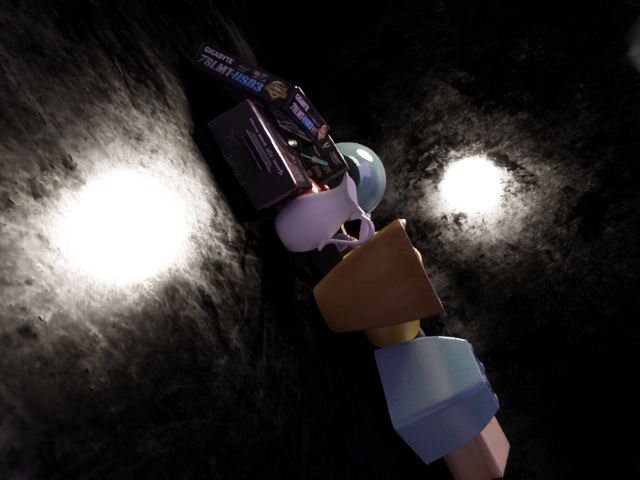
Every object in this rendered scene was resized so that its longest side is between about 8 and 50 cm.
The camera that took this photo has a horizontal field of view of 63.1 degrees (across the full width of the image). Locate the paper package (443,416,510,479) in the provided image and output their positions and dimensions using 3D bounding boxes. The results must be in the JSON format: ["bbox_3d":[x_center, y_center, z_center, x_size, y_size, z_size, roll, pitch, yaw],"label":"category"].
[{"bbox_3d":[0.502,0.642,1.814,0.324,0.168,0.309,64,20,13],"label":"paper package"}]

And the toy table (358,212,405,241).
[{"bbox_3d":[0.223,0.031,1.913,0.274,0.161,0.252,87,13,-47],"label":"toy table"}]

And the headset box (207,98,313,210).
[{"bbox_3d":[-0.131,-0.190,1.210,0.218,0.110,0.293,60,9,-1],"label":"headset box"}]

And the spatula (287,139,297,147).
[{"bbox_3d":[-0.131,-0.304,1.647,0.084,0.030,0.296,58,19,-1],"label":"spatula"}]

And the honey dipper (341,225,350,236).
[{"bbox_3d":[0.106,-0.031,2.244,0.030,0.030,0.160,56,8,-29],"label":"honey dipper"}]

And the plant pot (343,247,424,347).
[{"bbox_3d":[0.186,0.168,1.498,0.254,0.254,0.239,-101,174,-61],"label":"plant pot"}]

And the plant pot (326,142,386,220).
[{"bbox_3d":[0.077,-0.216,1.866,0.293,0.293,0.196,62,14,4],"label":"plant pot"}]

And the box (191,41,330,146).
[{"bbox_3d":[-0.146,-0.374,1.373,0.296,0.073,0.293,30,2,18],"label":"box"}]

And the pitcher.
[{"bbox_3d":[0.009,-0.037,1.209,0.177,0.207,0.125,66,11,25],"label":"pitcher"}]

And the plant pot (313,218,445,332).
[{"bbox_3d":[0.123,0.111,1.216,0.237,0.254,0.237,60,10,-17],"label":"plant pot"}]

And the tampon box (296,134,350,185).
[{"bbox_3d":[-0.004,-0.249,1.725,0.120,0.161,0.101,60,8,5],"label":"tampon box"}]

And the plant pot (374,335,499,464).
[{"bbox_3d":[0.328,0.406,1.408,0.247,0.252,0.247,54,16,-37],"label":"plant pot"}]

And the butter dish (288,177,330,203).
[{"bbox_3d":[-0.026,-0.127,1.556,0.160,0.118,0.160,55,11,-36],"label":"butter dish"}]

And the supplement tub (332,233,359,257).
[{"bbox_3d":[0.103,0.056,1.738,0.198,0.106,0.106,51,14,-47],"label":"supplement tub"}]

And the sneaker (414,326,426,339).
[{"bbox_3d":[0.303,0.335,2.049,0.140,0.125,0.340,-20,83,-53],"label":"sneaker"}]

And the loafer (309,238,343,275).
[{"bbox_3d":[0.000,0.000,1.433,0.220,0.080,0.078,61,10,-1],"label":"loafer"}]
